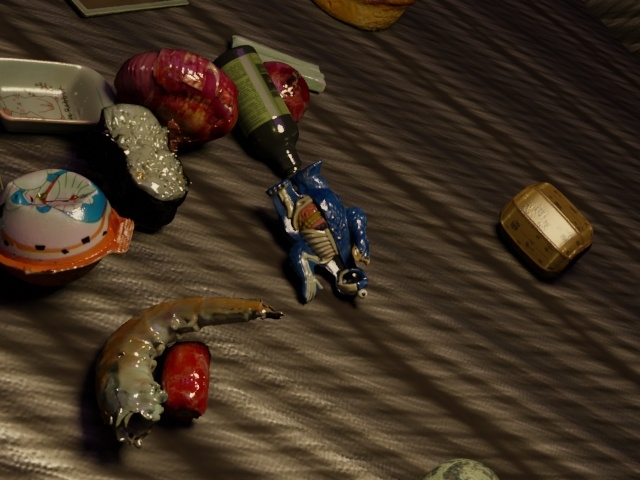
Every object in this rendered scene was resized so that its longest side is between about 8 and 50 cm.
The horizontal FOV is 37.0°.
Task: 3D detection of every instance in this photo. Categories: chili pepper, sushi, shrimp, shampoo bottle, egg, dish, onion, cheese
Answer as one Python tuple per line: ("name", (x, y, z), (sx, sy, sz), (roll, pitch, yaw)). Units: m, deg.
("chili pepper", (-0.193, 0.202, 1.379), (0.073, 0.070, 0.123), (33, 32, -30))
("sushi", (-0.314, -0.120, 1.584), (0.147, 0.115, 0.212), (-8, 60, -45))
("shrimp", (-0.211, 0.154, 1.353), (0.287, 0.068, 0.185), (-33, 44, -28))
("shampoo bottle", (-0.110, -0.239, 1.861), (0.101, 0.101, 0.283), (-20, 79, -47))
("egg", (0.198, 0.398, 1.406), (0.132, 0.132, 0.172), (45, 51, 13))
("dish", (-0.461, -0.237, 1.646), (0.234, 0.064, 0.154), (-2, 51, -36))
("onion", (-0.078, -0.316, 1.952), (0.150, 0.140, 0.150), (11, 59, -19))
("cheese", (-0.440, -0.025, 1.390), (0.330, 0.129, 0.216), (9, 36, -4))
("onion", (-0.263, -0.234, 1.700), (0.230, 0.230, 0.163), (26, 67, -12))

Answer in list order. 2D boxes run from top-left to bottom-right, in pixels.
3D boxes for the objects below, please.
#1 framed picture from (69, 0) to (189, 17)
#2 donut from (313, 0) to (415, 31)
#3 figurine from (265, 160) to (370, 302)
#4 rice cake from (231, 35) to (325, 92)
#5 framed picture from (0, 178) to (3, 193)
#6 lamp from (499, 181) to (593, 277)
("framed picture", (-0.452, -0.560, 2.032), (0.231, 0.018, 0.293), (48, 40, 17))
("donut", (0.092, -0.649, 2.455), (0.303, 0.110, 0.302), (19, 39, -16))
("figurine", (0.004, -0.008, 1.715), (0.164, 0.121, 0.262), (-16, 81, -16))
("rice cake", (-0.093, -0.386, 2.093), (0.222, 0.042, 0.080), (16, 37, -21))
("framed picture", (-0.535, -0.082, 1.475), (0.089, 0.006, 0.066), (1, 49, -35))
("lamp", (0.481, -0.022, 2.043), (0.185, 0.161, 0.161), (49, 40, 15))
